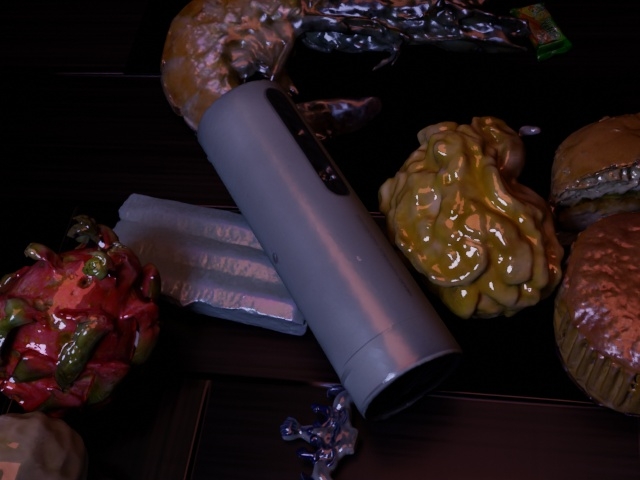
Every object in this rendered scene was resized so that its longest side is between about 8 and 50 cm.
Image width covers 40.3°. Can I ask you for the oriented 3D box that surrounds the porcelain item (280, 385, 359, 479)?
[{"bbox_3d":[-0.002,0.176,0.793,0.075,0.021,0.136,7,57,18],"label":"porcelain item"}]

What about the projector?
[{"bbox_3d":[0.000,0.000,0.819,0.108,0.108,0.338,-28,64,-10],"label":"projector"}]

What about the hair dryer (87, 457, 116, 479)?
[{"bbox_3d":[-0.137,0.269,0.731,0.128,0.070,0.255,-30,53,-12],"label":"hair dryer"}]

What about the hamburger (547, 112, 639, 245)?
[{"bbox_3d":[0.347,-0.077,0.847,0.261,0.124,0.131,-4,55,5],"label":"hamburger"}]

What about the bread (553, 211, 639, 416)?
[{"bbox_3d":[0.308,0.059,0.774,0.199,0.104,0.199,-4,58,6],"label":"bread"}]

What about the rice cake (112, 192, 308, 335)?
[{"bbox_3d":[-0.111,0.023,0.900,0.237,0.043,0.127,9,59,15],"label":"rice cake"}]

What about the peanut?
[{"bbox_3d":[-0.316,0.268,0.718,0.136,0.120,0.298,19,64,35],"label":"peanut"}]

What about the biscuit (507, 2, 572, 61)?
[{"bbox_3d":[0.263,-0.253,1.043,0.046,0.016,0.089,-18,56,-3],"label":"biscuit"}]

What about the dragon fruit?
[{"bbox_3d":[-0.231,0.068,0.814,0.166,0.160,0.172,44,92,4],"label":"dragon fruit"}]

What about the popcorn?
[{"bbox_3d":[0.129,-0.017,0.816,0.163,0.140,0.194,-25,70,39],"label":"popcorn"}]

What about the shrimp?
[{"bbox_3d":[0.019,-0.215,1.021,0.444,0.085,0.272,1,62,13],"label":"shrimp"}]
